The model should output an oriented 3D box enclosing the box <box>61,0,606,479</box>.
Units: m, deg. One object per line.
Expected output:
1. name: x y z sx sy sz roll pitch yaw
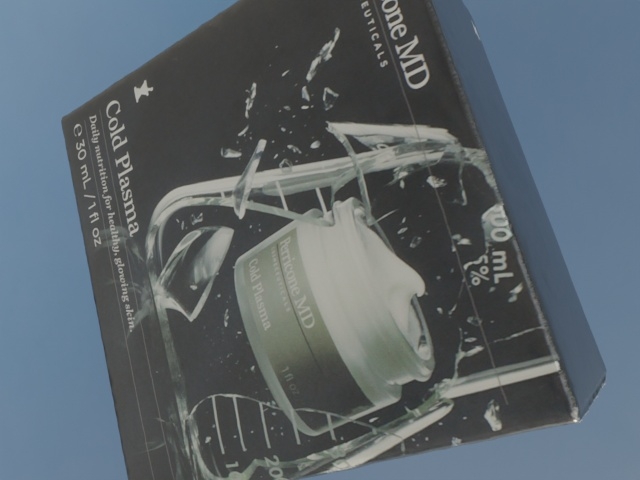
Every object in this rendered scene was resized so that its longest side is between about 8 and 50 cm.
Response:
1. box: 0.000 0.000 0.697 0.471 0.297 0.481 -22 -105 24
